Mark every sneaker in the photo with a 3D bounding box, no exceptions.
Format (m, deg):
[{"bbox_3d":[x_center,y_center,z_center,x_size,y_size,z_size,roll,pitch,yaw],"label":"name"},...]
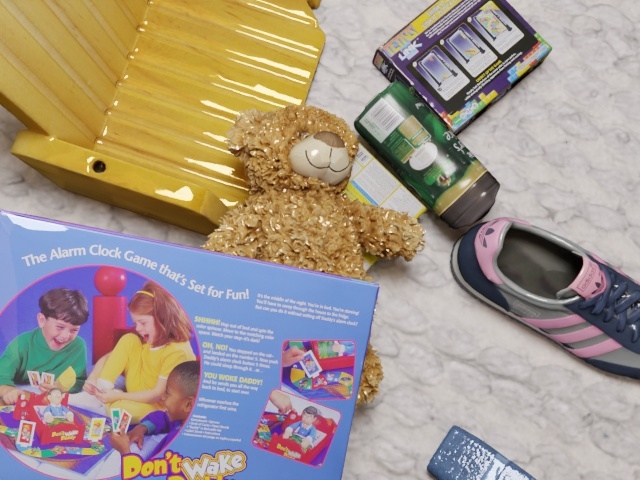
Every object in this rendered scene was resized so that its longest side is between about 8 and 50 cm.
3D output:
[{"bbox_3d":[0.304,0.070,1.002,0.319,0.131,0.112,22,76,-1],"label":"sneaker"}]

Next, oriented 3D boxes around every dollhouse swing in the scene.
[{"bbox_3d":[-0.160,-0.227,0.935,0.315,0.305,0.347,18,76,-1],"label":"dollhouse swing"}]

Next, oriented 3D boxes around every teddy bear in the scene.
[{"bbox_3d":[-0.011,0.016,0.940,0.245,0.113,0.338,17,80,-6],"label":"teddy bear"}]

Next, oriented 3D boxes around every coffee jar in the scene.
[{"bbox_3d":[0.127,-0.095,1.037,0.079,0.096,0.184,-44,86,9],"label":"coffee jar"}]

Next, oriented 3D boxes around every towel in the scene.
[{"bbox_3d":[0.181,0.262,0.984,0.119,0.029,0.067,34,78,23],"label":"towel"}]

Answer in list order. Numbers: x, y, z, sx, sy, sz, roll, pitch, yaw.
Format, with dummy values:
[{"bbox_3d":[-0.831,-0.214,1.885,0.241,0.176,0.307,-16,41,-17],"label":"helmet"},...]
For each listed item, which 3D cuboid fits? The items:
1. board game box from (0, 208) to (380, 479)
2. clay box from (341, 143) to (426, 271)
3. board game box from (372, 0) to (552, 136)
[{"bbox_3d":[-0.136,0.119,0.807,0.347,0.078,0.233,12,88,-21],"label":"board game box"},{"bbox_3d":[0.000,0.000,1.028,0.127,0.053,0.222,45,79,3],"label":"clay box"},{"bbox_3d":[0.173,-0.226,1.097,0.170,0.048,0.141,-40,82,-12],"label":"board game box"}]
